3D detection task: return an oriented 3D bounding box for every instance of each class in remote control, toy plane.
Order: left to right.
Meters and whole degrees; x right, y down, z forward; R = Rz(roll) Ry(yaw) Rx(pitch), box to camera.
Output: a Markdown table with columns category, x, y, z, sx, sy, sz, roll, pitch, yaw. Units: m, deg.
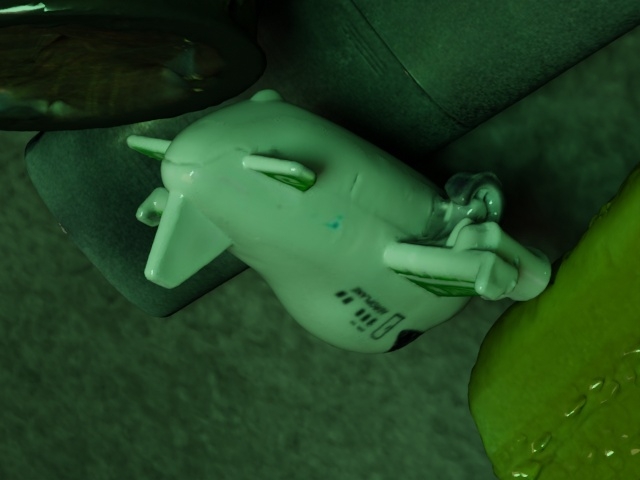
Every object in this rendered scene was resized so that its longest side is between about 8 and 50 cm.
| category | x | y | z | sx | sy | sz | roll | pitch | yaw |
| --- | --- | --- | --- | --- | --- | --- | --- | --- | --- |
| toy plane | 0.001 | -0.003 | 0.705 | 0.174 | 0.174 | 0.080 | 13 | 83 | 26 |
| remote control | 0.018 | -0.080 | 0.749 | 0.107 | 0.044 | 0.377 | 48 | 132 | -11 |

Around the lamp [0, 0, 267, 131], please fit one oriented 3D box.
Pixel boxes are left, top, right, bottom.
| category | x | y | z | sx | sy | sz | roll | pitch | yaw |
| --- | --- | --- | --- | --- | --- | --- | --- | --- | --- |
| lamp | -0.099 | -0.161 | 0.664 | 0.247 | 0.247 | 0.247 | 16 | 124 | 24 |

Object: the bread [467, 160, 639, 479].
| category | x | y | z | sx | sy | sz | roll | pitch | yaw |
| --- | --- | --- | --- | --- | --- | --- | --- | --- | --- |
| bread | 0.193 | -0.002 | 0.634 | 0.166 | 0.112 | 0.383 | 54 | 135 | 23 |
